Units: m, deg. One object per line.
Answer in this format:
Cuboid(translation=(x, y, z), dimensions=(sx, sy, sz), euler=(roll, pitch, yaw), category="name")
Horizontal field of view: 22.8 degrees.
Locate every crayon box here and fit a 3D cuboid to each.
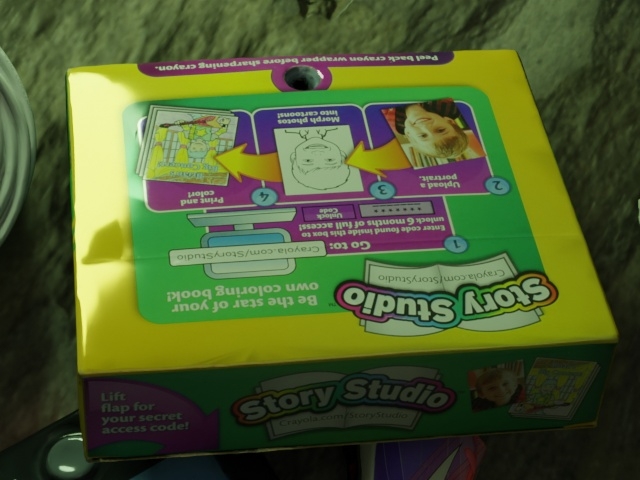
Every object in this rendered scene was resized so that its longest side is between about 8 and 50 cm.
Cuboid(translation=(0.000, 0.000, 1.167), dimensions=(0.363, 0.106, 0.313), euler=(-3, 47, -8), category="crayon box")

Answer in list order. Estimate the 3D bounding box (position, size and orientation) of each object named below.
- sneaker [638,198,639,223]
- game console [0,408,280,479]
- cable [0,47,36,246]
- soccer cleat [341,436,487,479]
Cuboid(translation=(0.330, -0.078, 1.312), dimensions=(0.083, 0.084, 0.215), euler=(29, 71, -3), category="sneaker")
Cuboid(translation=(-0.147, 0.293, 1.076), dimensions=(0.342, 0.060, 0.386), euler=(-26, 54, -15), category="game console")
Cuboid(translation=(-0.347, -0.070, 1.196), dimensions=(0.257, 0.089, 0.257), euler=(4, 79, -18), category="cable")
Cuboid(translation=(0.071, 0.199, 1.184), dimensions=(0.116, 0.108, 0.318), euler=(4, 70, -9), category="soccer cleat")
